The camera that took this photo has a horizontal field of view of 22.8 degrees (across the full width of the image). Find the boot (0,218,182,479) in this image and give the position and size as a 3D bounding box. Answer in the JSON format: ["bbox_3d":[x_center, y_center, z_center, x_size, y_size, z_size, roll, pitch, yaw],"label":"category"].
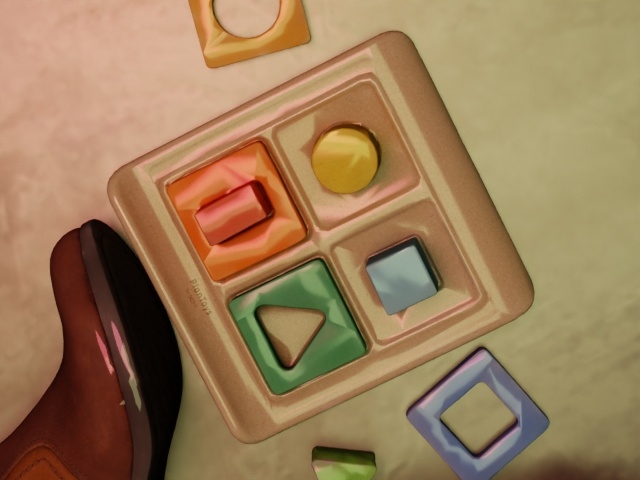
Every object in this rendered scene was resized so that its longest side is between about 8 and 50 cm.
[{"bbox_3d":[-0.214,0.136,0.916,0.280,0.096,0.264,-9,104,9],"label":"boot"}]

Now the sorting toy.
[{"bbox_3d":[0.000,0.000,0.898,0.196,0.047,0.348,-27,96,4],"label":"sorting toy"}]
